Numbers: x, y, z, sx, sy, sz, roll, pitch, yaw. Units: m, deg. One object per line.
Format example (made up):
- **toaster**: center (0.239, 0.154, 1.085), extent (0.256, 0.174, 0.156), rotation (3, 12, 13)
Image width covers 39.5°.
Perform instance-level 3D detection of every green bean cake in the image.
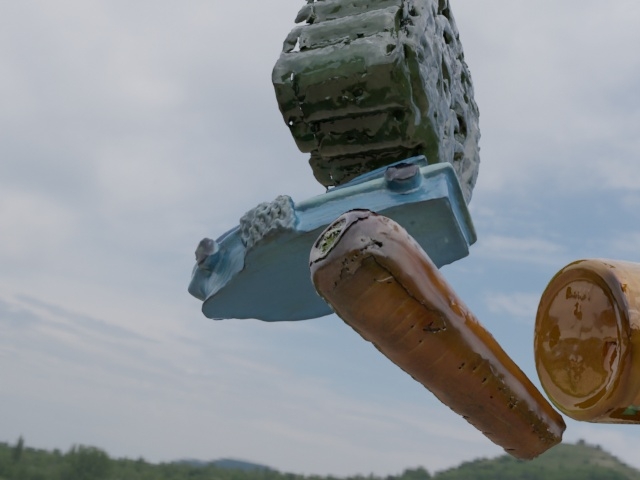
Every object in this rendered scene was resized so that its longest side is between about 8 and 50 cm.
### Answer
- **green bean cake**: center (0.074, -0.133, 0.868), extent (0.132, 0.241, 0.255), rotation (-10, -52, 23)

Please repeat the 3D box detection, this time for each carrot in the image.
- **carrot**: center (0.059, 0.051, 0.452), extent (0.161, 0.055, 0.055), rotation (47, -28, -12)

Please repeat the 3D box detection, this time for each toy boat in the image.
- **toy boat**: center (0.000, 0.000, 0.715), extent (0.237, 0.098, 0.109), rotation (-20, -60, 9)

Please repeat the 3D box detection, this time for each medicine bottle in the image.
- **medicine bottle**: center (0.234, 0.065, 0.541), extent (0.191, 0.096, 0.096), rotation (5, -15, -20)

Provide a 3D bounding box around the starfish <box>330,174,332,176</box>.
- **starfish**: center (0.064, -0.126, 1.292), extent (0.130, 0.041, 0.133), rotation (-20, 17, 0)
